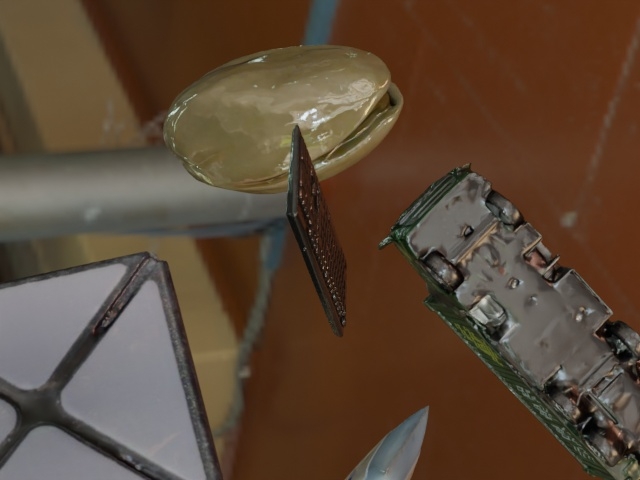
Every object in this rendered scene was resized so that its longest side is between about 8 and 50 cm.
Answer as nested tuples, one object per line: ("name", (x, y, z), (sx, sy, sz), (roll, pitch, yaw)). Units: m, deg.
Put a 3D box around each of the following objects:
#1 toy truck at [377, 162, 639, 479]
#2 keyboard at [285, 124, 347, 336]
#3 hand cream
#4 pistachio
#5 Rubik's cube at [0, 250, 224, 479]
("toy truck", (0.156, 0.062, 1.156), (0.259, 0.088, 0.121), (47, 174, -10))
("keyboard", (0.000, 0.000, 1.099), (0.202, 0.011, 0.067), (70, -159, -63))
("hand cream", (0.024, 0.171, 1.024), (0.043, 0.065, 0.170), (31, 134, 6))
("pistachio", (-0.036, -0.109, 1.443), (0.136, 0.226, 0.135), (-12, -90, -71))
("Rubik's cube", (-0.216, 0.192, 1.320), (0.259, 0.260, 0.254), (91, 163, -60))
